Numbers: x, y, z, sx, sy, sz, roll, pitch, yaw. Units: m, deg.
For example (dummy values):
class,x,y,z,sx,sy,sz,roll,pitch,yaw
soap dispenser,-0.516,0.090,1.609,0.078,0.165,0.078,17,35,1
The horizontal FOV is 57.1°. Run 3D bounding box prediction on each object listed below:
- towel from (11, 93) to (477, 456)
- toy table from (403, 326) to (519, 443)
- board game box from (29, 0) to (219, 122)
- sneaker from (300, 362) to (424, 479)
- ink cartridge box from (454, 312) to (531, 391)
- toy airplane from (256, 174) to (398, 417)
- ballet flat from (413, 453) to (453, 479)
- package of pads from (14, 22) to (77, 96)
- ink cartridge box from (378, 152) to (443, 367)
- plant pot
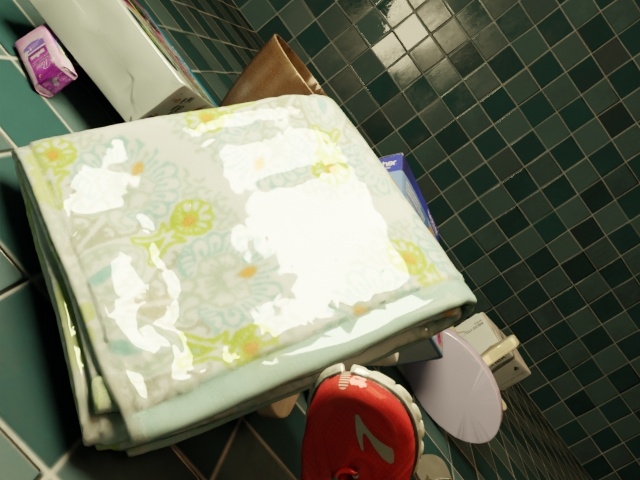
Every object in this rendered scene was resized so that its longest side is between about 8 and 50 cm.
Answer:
class,x,y,z,sx,sy,sz,roll,pitch,yaw
towel,-0.074,-0.003,0.577,0.321,0.374,0.090,61,-29,25
toy table,0.315,0.294,1.318,0.161,0.252,0.274,-18,84,-59
board game box,-0.274,-0.272,0.879,0.224,0.097,0.303,53,2,-6
sneaker,0.023,0.237,0.493,0.118,0.107,0.279,-58,155,-66
ink cartridge box,0.452,0.345,1.682,0.273,0.197,0.114,40,19,-43
toy airplane,0.010,0.034,0.808,0.384,0.272,0.386,17,54,-53
ballet flat,0.194,0.442,0.900,0.250,0.084,0.058,-107,-168,-59
package of pads,-0.344,-0.226,0.736,0.083,0.050,0.032,59,7,19
ink cartridge box,0.143,0.016,1.207,0.270,0.151,0.396,55,30,-44
plant pot,-0.112,-0.255,1.191,0.215,0.230,0.215,50,15,-18
